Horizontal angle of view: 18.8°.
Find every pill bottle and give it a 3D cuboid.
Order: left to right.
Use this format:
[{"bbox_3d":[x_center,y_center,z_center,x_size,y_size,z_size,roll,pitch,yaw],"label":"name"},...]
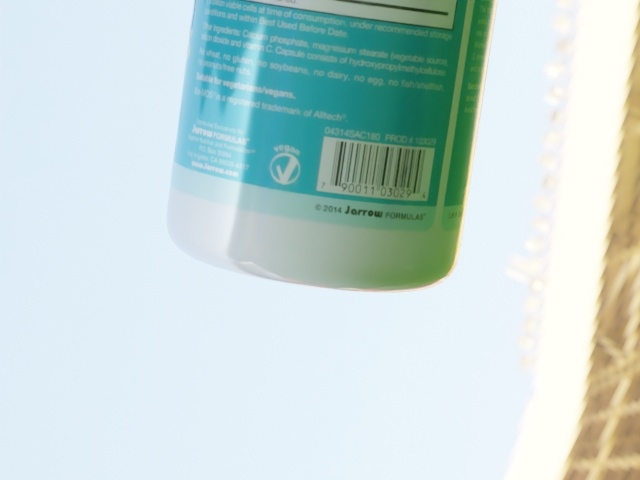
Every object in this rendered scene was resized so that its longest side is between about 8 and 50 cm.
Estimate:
[{"bbox_3d":[0.012,-0.115,0.924,0.146,0.146,0.264,-4,-76,-57],"label":"pill bottle"}]
